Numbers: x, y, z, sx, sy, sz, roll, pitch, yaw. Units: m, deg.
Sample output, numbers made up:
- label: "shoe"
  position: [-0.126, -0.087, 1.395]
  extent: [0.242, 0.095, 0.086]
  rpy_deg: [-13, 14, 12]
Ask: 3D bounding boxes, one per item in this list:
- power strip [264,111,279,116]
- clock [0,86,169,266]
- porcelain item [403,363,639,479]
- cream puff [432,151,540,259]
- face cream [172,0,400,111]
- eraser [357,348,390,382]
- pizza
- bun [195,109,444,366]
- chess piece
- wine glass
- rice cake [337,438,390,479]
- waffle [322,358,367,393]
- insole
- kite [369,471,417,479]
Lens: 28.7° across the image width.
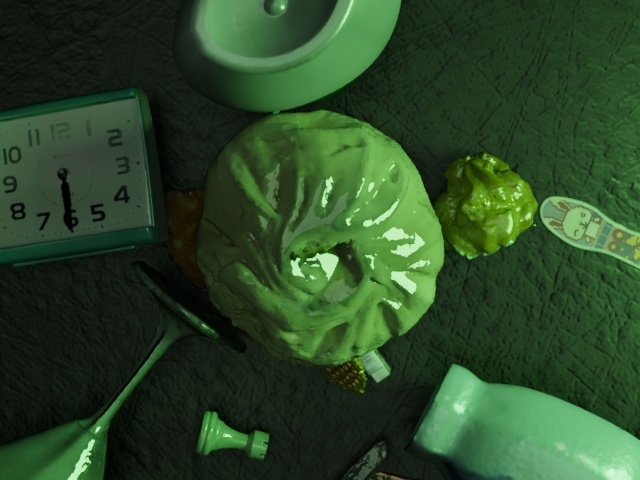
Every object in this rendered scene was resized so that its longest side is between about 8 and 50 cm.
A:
- label: "power strip"
  position: [-0.031, -0.055, 1.825]
  extent: [0.253, 0.054, 0.167]
  rpy_deg: [45, 98, 2]
- label: "clock"
  position: [-0.355, -0.087, 1.814]
  extent: [0.262, 0.116, 0.231]
  rpy_deg: [-9, 87, 14]
- label: "porcelain item"
  position: [0.325, 0.326, 1.724]
  extent: [0.405, 0.242, 0.178]
  rpy_deg: [26, 76, 6]
- label: "cream puff"
  position: [0.224, -0.053, 1.769]
  extent: [0.156, 0.121, 0.156]
  rpy_deg: [1, 93, 11]
- label: "face cream"
  position: [-0.041, -0.291, 1.660]
  extent: [0.313, 0.357, 0.219]
  rpy_deg: [-26, 90, 5]
- label: "eraser"
  position: [0.057, 0.150, 1.828]
  extent: [0.029, 0.052, 0.122]
  rpy_deg: [-36, 90, 7]
- label: "pizza"
  position: [-0.158, -0.032, 1.809]
  extent: [0.195, 0.052, 0.185]
  rpy_deg: [-36, 83, 35]
- label: "bun"
  position: [0.000, 0.000, 1.669]
  extent: [0.360, 0.211, 0.359]
  rpy_deg: [-3, 102, -13]
- label: "chess piece"
  position: [-0.130, 0.294, 1.848]
  extent: [0.103, 0.067, 0.067]
  rpy_deg: [14, 94, -4]
- label: "wine glass"
  position: [-0.303, 0.248, 1.775]
  extent: [0.267, 0.267, 0.406]
  rpy_deg: [40, 90, 2]
- label: "rice cake"
  position: [0.031, 0.372, 1.846]
  extent: [0.036, 0.047, 0.206]
  rpy_deg: [42, 97, 1]
- label: "waffle"
  position: [0.033, 0.188, 1.825]
  extent: [0.016, 0.085, 0.078]
  rpy_deg: [-35, 115, -36]
- label: "insole"
  position: [0.409, -0.008, 1.814]
  extent: [0.197, 0.004, 0.065]
  rpy_deg: [25, 94, 3]
- label: "kite"
  position: [0.157, 0.513, 1.857]
  extent: [0.328, 0.013, 0.377]
  rpy_deg: [-30, 89, 5]
